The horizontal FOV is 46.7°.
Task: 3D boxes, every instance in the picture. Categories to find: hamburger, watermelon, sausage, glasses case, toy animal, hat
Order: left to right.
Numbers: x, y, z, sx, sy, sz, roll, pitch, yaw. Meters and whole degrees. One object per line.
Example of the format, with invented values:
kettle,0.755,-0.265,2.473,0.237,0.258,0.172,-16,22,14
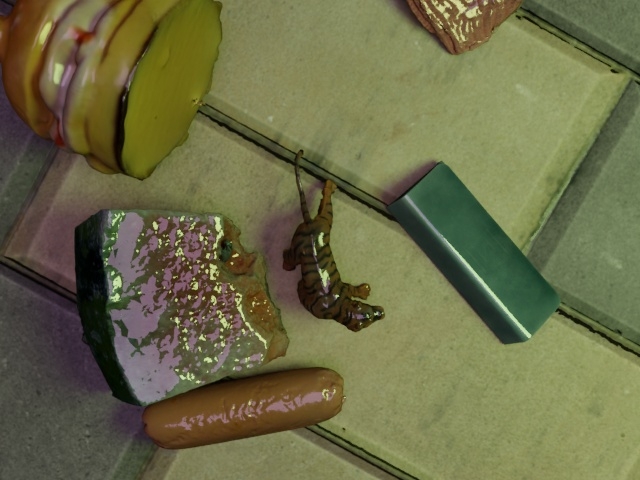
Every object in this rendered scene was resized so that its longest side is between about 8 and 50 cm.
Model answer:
hamburger,-0.276,-0.230,0.932,0.237,0.276,0.276,23,95,7
watermelon,-0.211,0.078,1.005,0.302,0.151,0.264,-11,94,2
sausage,-0.105,0.238,1.051,0.289,0.086,0.086,-12,95,1
toy animal,-0.007,0.004,1.015,0.114,0.116,0.255,-20,94,1
hat,0.178,-0.414,0.980,0.286,0.107,0.237,38,94,-26
glasses case,0.219,0.021,1.045,0.105,0.056,0.266,-41,94,4
